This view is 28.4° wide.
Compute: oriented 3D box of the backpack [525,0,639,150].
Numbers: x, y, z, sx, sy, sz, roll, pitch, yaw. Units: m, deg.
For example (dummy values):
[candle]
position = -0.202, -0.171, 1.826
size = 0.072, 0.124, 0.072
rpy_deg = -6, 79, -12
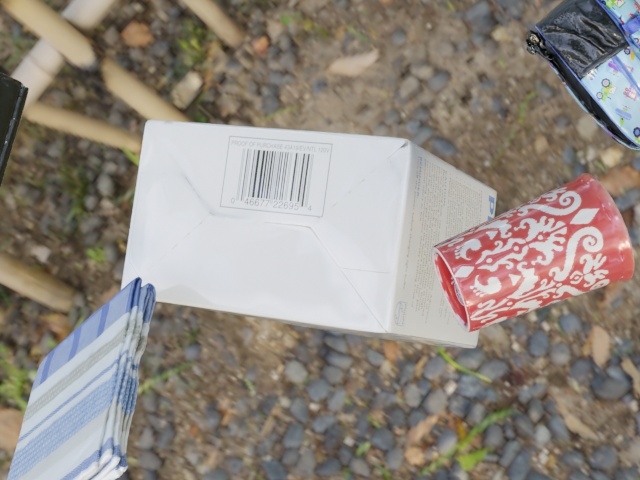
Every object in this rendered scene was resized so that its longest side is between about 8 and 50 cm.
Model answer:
[backpack]
position = 0.316, -0.183, 1.336
size = 0.117, 0.158, 0.173
rpy_deg = -40, 82, 17

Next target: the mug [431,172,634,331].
[mug]
position = 0.206, 0.030, 1.243
size = 0.169, 0.150, 0.113
rpy_deg = -22, 46, -7

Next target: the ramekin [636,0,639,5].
[ramekin]
position = 0.465, -0.297, 1.598
size = 0.109, 0.207, 0.207
rpy_deg = -2, 60, -21

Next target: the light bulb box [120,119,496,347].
[light bulb box]
position = 0.000, 0.000, 1.606
size = 0.358, 0.361, 0.225
rpy_deg = 7, 86, 23

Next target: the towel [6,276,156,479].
[towel]
position = -0.264, 0.187, 1.378
size = 0.209, 0.034, 0.285
rpy_deg = -38, 30, 27

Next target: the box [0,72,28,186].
[box]
position = -0.398, -0.080, 0.935
size = 0.079, 0.322, 0.257
rpy_deg = -51, 25, 36
